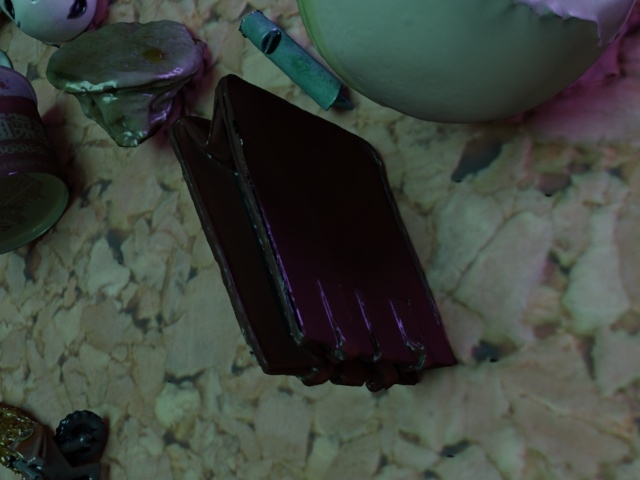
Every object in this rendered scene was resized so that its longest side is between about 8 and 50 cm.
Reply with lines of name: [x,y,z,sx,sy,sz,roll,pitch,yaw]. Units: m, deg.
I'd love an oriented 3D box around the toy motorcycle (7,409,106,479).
toy motorcycle: [-0.333,0.310,1.064,0.084,0.118,0.212,7,85,47]

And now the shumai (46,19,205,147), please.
shumai: [-0.236,-0.194,1.108,0.201,0.201,0.120,29,139,37]

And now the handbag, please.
handbag: [-0.001,0.000,0.797,0.084,0.260,0.275,-33,64,24]

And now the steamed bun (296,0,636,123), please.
steamed bun: [0.105,-0.237,0.768,0.309,0.309,0.309,-9,75,35]

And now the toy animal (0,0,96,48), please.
toy animal: [-0.383,-0.375,1.234,0.166,0.138,0.179,-32,57,46]

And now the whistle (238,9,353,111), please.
whistle: [-0.029,-0.203,0.999,0.039,0.039,0.186,-53,56,15]

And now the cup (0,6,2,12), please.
cup: [-0.618,-0.442,1.350,0.202,0.255,0.173,47,128,35]

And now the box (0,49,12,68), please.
box: [-0.643,-0.209,1.348,0.291,0.206,0.262,-46,57,17]

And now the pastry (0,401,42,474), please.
pastry: [-0.430,0.265,1.179,0.169,0.063,0.087,10,88,36]

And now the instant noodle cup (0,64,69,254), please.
instant noodle cup: [-0.462,-0.099,1.193,0.235,0.235,0.178,-44,68,21]
